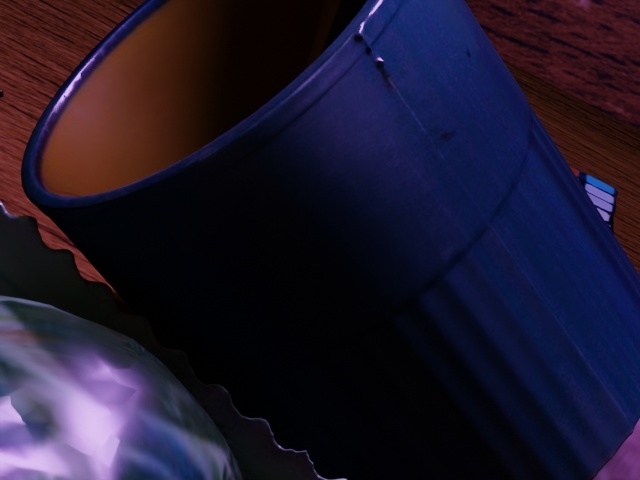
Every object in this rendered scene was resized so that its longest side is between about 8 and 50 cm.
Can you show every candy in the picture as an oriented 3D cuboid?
[{"bbox_3d":[-0.171,0.148,0.815,0.263,0.172,0.398,32,27,5],"label":"candy"}]

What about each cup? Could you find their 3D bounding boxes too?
[{"bbox_3d":[-0.001,0.011,1.052,0.292,0.308,0.242,51,33,-26],"label":"cup"}]

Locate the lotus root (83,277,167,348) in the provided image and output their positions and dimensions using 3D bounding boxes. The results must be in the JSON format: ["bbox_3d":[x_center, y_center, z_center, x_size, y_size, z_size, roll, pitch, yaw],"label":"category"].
[{"bbox_3d":[-0.132,0.086,1.112,0.221,0.118,0.125,31,17,4],"label":"lotus root"}]

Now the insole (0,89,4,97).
[{"bbox_3d":[-0.411,-0.163,1.532,0.327,0.007,0.111,17,-12,-16],"label":"insole"}]

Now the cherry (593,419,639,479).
[{"bbox_3d":[0.189,0.158,1.220,0.261,0.221,0.307,41,5,41],"label":"cherry"}]

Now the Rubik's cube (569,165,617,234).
[{"bbox_3d":[0.123,0.012,1.595,0.187,0.182,0.184,28,18,2],"label":"Rubik's cube"}]
